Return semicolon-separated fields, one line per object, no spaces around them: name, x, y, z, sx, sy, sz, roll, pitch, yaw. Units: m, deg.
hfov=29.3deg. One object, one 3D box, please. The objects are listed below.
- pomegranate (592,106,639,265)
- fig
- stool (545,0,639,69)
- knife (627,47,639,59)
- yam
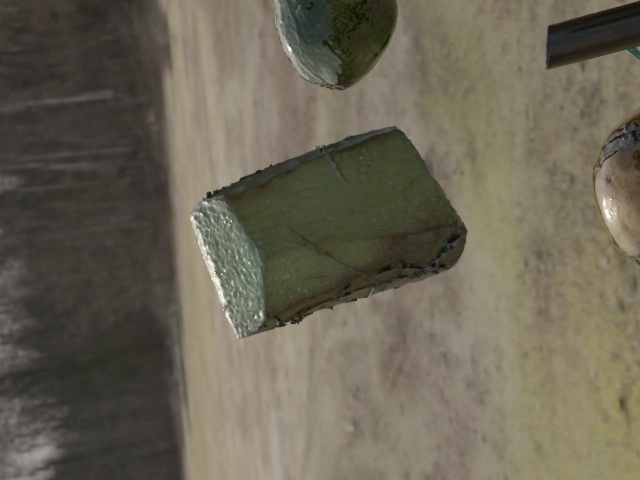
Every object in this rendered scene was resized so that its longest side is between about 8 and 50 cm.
pomegranate;0.602;-0.085;1.996;0.322;0.322;0.322;174;90;-81
fig;-0.016;-0.336;1.763;0.203;0.235;0.203;-42;35;40
stool;0.327;-0.298;1.244;0.272;0.178;0.272;5;-90;-77
knife;0.421;-0.281;1.720;0.014;0.091;0.005;-54;15;3
yam;-0.002;0.000;1.474;0.202;0.271;0.201;63;155;18
